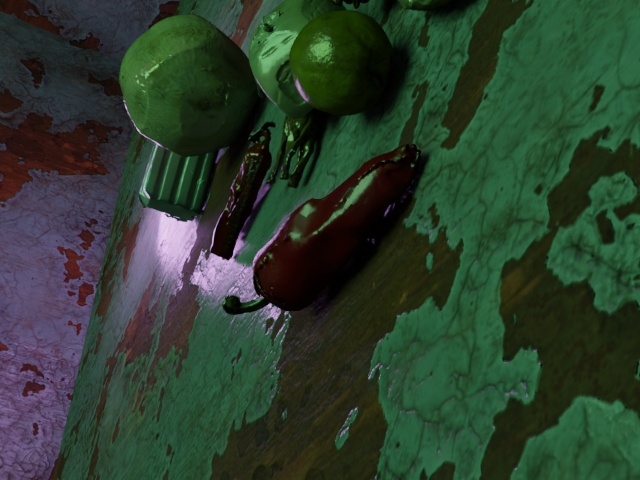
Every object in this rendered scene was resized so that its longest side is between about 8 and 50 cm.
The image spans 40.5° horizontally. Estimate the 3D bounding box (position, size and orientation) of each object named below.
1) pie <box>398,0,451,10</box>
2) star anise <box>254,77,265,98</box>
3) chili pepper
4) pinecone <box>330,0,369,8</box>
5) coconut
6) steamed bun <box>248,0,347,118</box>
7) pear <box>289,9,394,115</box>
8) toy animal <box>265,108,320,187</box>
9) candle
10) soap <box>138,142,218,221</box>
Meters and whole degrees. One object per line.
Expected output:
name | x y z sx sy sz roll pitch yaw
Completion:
pie | 0.181 -0.439 1.113 0.315 0.092 0.315 -49 29 40
star anise | -0.092 -0.382 1.782 0.182 0.065 0.195 -109 39 -61
chili pepper | 0.000 0.000 1.151 0.387 0.110 0.110 -46 31 38
pinecone | 0.059 -0.439 1.325 0.173 0.173 0.174 -52 27 40
coconut | -0.284 -0.329 1.905 0.297 0.297 0.255 -57 40 31
steamed bun | -0.037 -0.322 1.413 0.170 0.152 0.239 -40 25 27
pear | 0.033 -0.252 1.239 0.162 0.148 0.149 30 99 56
toy animal | -0.042 -0.204 1.508 0.149 0.054 0.276 130 150 -53
candle | -0.143 -0.093 1.631 0.084 0.059 0.302 -97 26 -55
soap | -0.334 -0.186 2.093 0.094 0.150 0.262 150 136 -67
